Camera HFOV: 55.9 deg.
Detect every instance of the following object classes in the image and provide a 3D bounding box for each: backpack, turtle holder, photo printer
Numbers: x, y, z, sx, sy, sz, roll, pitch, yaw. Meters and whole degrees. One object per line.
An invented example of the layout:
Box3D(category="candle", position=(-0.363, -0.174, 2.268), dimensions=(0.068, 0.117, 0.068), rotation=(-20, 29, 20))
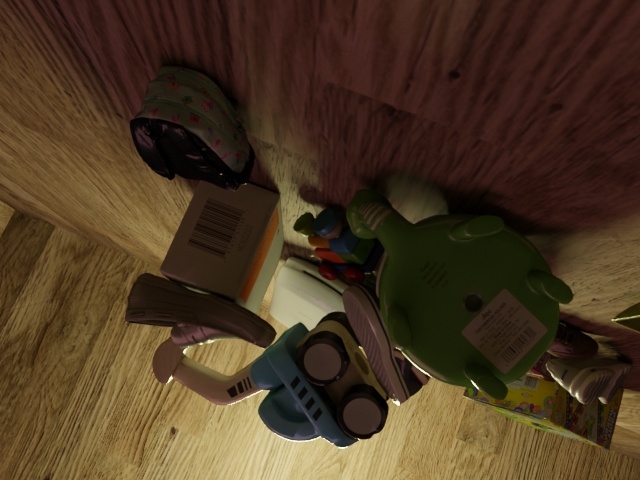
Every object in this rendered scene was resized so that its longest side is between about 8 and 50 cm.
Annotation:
Box3D(category="backpack", position=(-0.182, -0.154, 0.843), dimensions=(0.152, 0.115, 0.182), rotation=(5, 161, 17))
Box3D(category="turtle holder", position=(0.176, 0.073, 0.897), dimensions=(0.321, 0.243, 0.227), rotation=(13, -177, -1))
Box3D(category="photo printer", position=(-0.017, 0.181, 1.719), dimensions=(0.256, 0.107, 0.307), rotation=(31, 150, 7))

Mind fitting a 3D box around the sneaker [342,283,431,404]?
Box3D(category="sneaker", position=(0.145, 0.185, 1.201), dimensions=(0.126, 0.128, 0.321), rotation=(42, 160, 49))

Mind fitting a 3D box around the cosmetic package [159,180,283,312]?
Box3D(category="cosmetic package", position=(-0.196, 0.036, 1.350), dimensions=(0.162, 0.229, 0.453), rotation=(21, 167, 2))

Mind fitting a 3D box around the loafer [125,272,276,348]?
Box3D(category="loafer", position=(-0.230, 0.153, 1.131), dimensions=(0.320, 0.111, 0.112), rotation=(14, 165, 28))

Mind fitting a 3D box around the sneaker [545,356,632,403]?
Box3D(category="sneaker", position=(0.595, 0.286, 1.332), dimensions=(0.281, 0.105, 0.115), rotation=(17, -165, -48))

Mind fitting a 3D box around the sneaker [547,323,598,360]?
Box3D(category="sneaker", position=(0.478, 0.197, 1.253), dimensions=(0.189, 0.066, 0.071), rotation=(16, 164, 22))

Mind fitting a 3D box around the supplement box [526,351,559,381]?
Box3D(category="supplement box", position=(0.498, 0.274, 1.485), dimensions=(0.188, 0.080, 0.104), rotation=(31, 163, -35))

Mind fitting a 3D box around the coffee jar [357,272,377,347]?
Box3D(category="coffee jar", position=(0.118, 0.175, 1.471), dimensions=(0.096, 0.184, 0.079), rotation=(23, -162, 10))

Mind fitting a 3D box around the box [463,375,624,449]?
Box3D(category="box", position=(0.612, 0.422, 1.668), dimensions=(0.279, 0.176, 0.290), rotation=(30, 164, -30))

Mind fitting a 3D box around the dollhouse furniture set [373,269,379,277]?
Box3D(category="dollhouse furniture set", position=(0.251, 0.104, 1.262), dimensions=(0.197, 0.151, 0.301), rotation=(45, -179, -7))

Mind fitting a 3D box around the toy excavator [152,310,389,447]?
Box3D(category="toy excavator", position=(-0.114, 0.324, 1.389), dimensions=(0.432, 0.445, 0.222), rotation=(55, -166, -1))

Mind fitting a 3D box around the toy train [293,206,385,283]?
Box3D(category="toy train", position=(0.000, 0.000, 1.196), dimensions=(0.143, 0.105, 0.248), rotation=(42, 159, -28))

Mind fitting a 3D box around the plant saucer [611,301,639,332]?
Box3D(category="plant saucer", position=(0.565, 0.124, 0.881), dimensions=(0.188, 0.045, 0.188), rotation=(22, 167, 1))
